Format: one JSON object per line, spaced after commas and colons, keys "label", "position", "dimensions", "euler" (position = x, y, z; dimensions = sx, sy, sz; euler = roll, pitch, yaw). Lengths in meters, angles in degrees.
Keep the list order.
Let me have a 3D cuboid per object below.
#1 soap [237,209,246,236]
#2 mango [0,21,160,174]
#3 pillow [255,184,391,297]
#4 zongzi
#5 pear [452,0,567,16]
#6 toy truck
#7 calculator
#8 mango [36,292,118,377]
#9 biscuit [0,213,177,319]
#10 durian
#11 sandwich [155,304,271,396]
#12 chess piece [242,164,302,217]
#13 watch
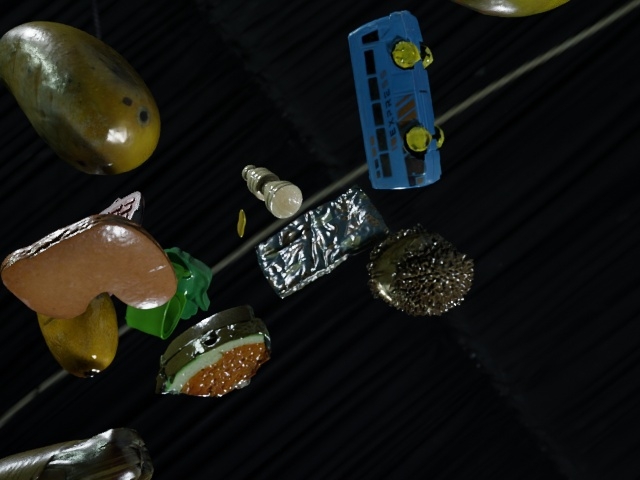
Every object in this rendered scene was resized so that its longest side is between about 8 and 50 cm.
{"label": "soap", "position": [-0.178, -0.039, 1.938], "dimensions": [0.089, 0.012, 0.034], "euler": [110, 147, -59]}
{"label": "mango", "position": [-0.367, -0.225, 1.287], "dimensions": [0.329, 0.176, 0.175], "euler": [48, -172, 27]}
{"label": "pillow", "position": [-0.002, 0.000, 1.665], "dimensions": [0.034, 0.255, 0.189], "euler": [58, 180, -38]}
{"label": "zongzi", "position": [-0.451, 0.382, 1.382], "dimensions": [0.288, 0.286, 0.134], "euler": [21, -132, -41]}
{"label": "pear", "position": [0.338, -0.500, 1.434], "dimensions": [0.269, 0.321, 0.269], "euler": [-13, -90, -83]}
{"label": "toy truck", "position": [0.172, -0.307, 1.910], "dimensions": [0.161, 0.162, 0.385], "euler": [-25, -73, -66]}
{"label": "calculator", "position": [-0.458, 0.027, 1.789], "dimensions": [0.048, 0.220, 0.330], "euler": [42, -143, -31]}
{"label": "mango", "position": [-0.439, 0.127, 1.540], "dimensions": [0.109, 0.157, 0.262], "euler": [3, -130, -42]}
{"label": "biscuit", "position": [-0.295, 0.052, 1.125], "dimensions": [0.186, 0.192, 0.036], "euler": [62, -175, -47]}
{"label": "durian", "position": [0.186, 0.059, 1.555], "dimensions": [0.196, 0.167, 0.196], "euler": [17, -155, -8]}
{"label": "sandwich", "position": [-0.220, 0.259, 1.964], "dimensions": [0.212, 0.292, 0.109], "euler": [26, -147, -36]}
{"label": "chess piece", "position": [-0.055, -0.054, 0.861], "dimensions": [0.035, 0.035, 0.092], "euler": [52, 172, -37]}
{"label": "watch", "position": [-0.267, 0.105, 1.476], "dimensions": [0.131, 0.165, 0.152], "euler": [19, -142, 2]}
